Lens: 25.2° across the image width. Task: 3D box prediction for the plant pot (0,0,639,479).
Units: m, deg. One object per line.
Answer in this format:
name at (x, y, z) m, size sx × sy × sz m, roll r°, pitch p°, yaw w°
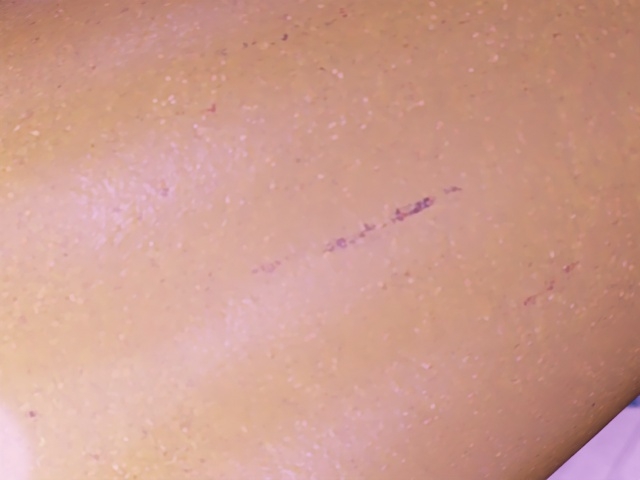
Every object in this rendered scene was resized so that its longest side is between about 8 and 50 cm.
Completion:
plant pot at (0.000, 0.000, 0.480) m, size 0.293 × 0.275 × 0.275 m, roll -27°, pitch 106°, yaw 11°
